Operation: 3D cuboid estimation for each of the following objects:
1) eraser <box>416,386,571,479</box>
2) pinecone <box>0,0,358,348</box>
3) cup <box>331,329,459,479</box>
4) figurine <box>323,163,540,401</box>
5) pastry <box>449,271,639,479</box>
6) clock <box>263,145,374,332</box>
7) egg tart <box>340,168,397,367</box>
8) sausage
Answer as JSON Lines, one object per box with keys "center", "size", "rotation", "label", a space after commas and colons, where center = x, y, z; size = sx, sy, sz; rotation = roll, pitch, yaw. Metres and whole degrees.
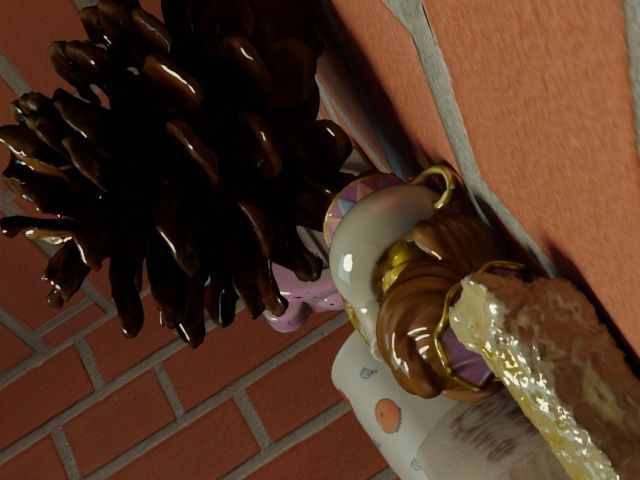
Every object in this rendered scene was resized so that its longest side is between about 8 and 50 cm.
{"center": [0.187, 0.197, 0.984], "size": [0.095, 0.174, 0.270], "rotation": [55, 179, -4], "label": "eraser"}
{"center": [-0.156, -0.065, 1.154], "size": [0.398, 0.398, 0.398], "rotation": [57, 179, 2], "label": "pinecone"}
{"center": [0.180, 0.236, 1.315], "size": [0.317, 0.212, 0.212], "rotation": [56, 178, 32], "label": "cup"}
{"center": [0.099, 0.041, 0.975], "size": [0.142, 0.189, 0.263], "rotation": [6, -153, -29], "label": "figurine"}
{"center": [0.194, 0.126, 0.801], "size": [0.258, 0.089, 0.121], "rotation": [58, 160, 11], "label": "pastry"}
{"center": [0.000, 0.000, 1.540], "size": [0.227, 0.248, 0.090], "rotation": [56, 176, 30], "label": "clock"}
{"center": [0.095, 0.032, 1.208], "size": [0.241, 0.106, 0.241], "rotation": [42, 139, 52], "label": "egg tart"}
{"center": [-0.057, -0.267, 1.149], "size": [0.083, 0.083, 0.264], "rotation": [56, 177, 26], "label": "sausage"}
